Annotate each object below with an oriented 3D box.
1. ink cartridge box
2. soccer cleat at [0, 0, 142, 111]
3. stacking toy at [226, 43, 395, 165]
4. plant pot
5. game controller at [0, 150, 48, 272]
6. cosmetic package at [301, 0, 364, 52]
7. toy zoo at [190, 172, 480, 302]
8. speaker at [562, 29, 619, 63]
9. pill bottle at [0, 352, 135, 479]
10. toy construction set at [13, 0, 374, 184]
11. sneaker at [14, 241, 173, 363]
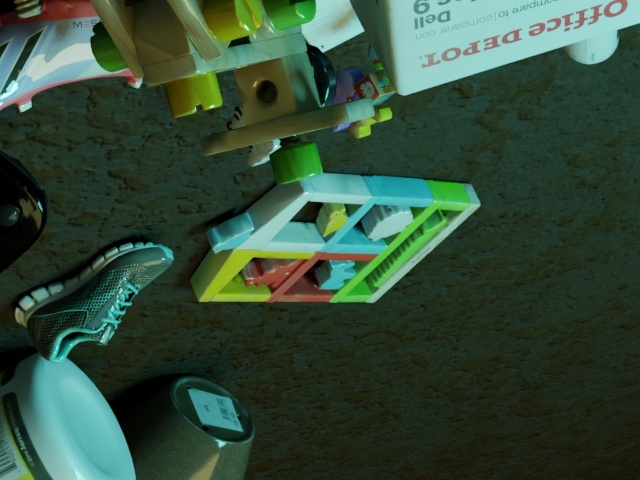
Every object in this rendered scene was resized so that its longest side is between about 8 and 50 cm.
[{"bbox_3d":[0.123,-0.264,1.361,0.211,0.121,0.289,-17,139,-7],"label":"ink cartridge box"},{"bbox_3d":[-0.211,-0.151,1.453,0.248,0.083,0.095,-12,118,-13],"label":"soccer cleat"},{"bbox_3d":[0.043,-0.143,1.628,0.221,0.052,0.167,-35,170,38],"label":"stacking toy"},{"bbox_3d":[-0.175,0.269,2.166,0.215,0.215,0.230,6,126,-47],"label":"plant pot"},{"bbox_3d":[-0.369,0.013,1.567,0.319,0.067,0.166,-38,122,25],"label":"game controller"},{"bbox_3d":[0.078,-0.242,1.523,0.239,0.060,0.099,-27,152,6],"label":"cosmetic package"},{"bbox_3d":[0.000,0.000,1.960,0.293,0.030,0.192,2,145,-42],"label":"toy zoo"},{"bbox_3d":[0.240,-0.214,1.724,0.055,0.055,0.136,-22,154,-4],"label":"speaker"},{"bbox_3d":[-0.371,0.266,1.975,0.334,0.188,0.188,-29,154,11],"label":"pill bottle"},{"bbox_3d":[-0.103,-0.132,1.307,0.308,0.237,0.257,-13,-168,2],"label":"toy construction set"},{"bbox_3d":[-0.207,0.062,1.850,0.166,0.076,0.065,-29,155,11],"label":"sneaker"}]
